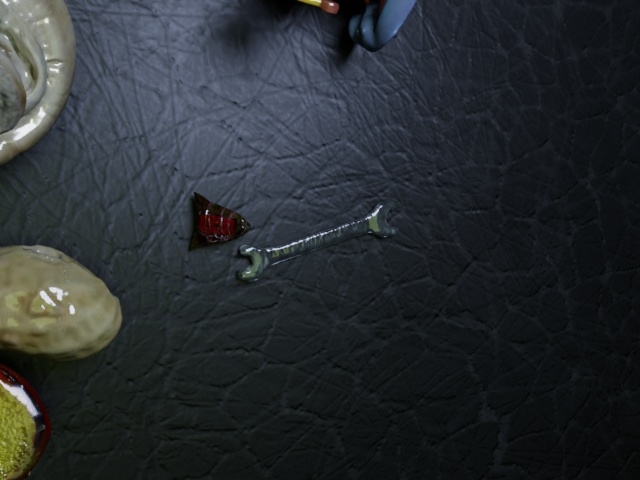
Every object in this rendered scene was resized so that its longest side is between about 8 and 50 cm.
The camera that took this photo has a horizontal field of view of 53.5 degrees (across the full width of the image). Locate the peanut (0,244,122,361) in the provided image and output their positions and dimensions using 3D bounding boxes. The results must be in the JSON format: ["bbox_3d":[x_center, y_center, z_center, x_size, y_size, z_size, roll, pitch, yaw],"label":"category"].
[{"bbox_3d":[-0.366,0.065,0.695,0.290,0.130,0.130,6,92,-23],"label":"peanut"}]

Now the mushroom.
[{"bbox_3d":[-0.358,-0.173,0.607,0.253,0.234,0.260,22,92,-47],"label":"mushroom"}]

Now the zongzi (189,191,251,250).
[{"bbox_3d":[-0.141,-0.013,0.823,0.083,0.067,0.074,26,97,-2],"label":"zongzi"}]

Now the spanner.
[{"bbox_3d":[0.000,0.000,0.888,0.254,0.015,0.054,-18,101,-19],"label":"spanner"}]

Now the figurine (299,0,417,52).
[{"bbox_3d":[-0.049,-0.403,0.722,0.387,0.277,0.248,22,130,-17],"label":"figurine"}]

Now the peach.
[{"bbox_3d":[-0.386,0.202,0.717,0.127,0.092,0.172,-41,95,-18],"label":"peach"}]
